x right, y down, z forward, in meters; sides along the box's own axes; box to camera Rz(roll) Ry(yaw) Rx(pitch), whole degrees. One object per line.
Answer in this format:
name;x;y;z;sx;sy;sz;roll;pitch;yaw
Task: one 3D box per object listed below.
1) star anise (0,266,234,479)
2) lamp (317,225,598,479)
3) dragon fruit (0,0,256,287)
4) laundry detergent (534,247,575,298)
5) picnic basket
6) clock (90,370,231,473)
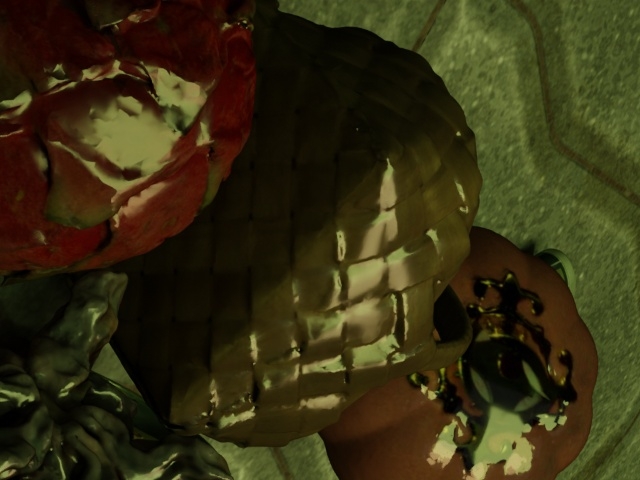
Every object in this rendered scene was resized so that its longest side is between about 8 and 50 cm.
star anise;-0.178;0.116;0.878;0.212;0.283;0.129;-7;139;-47
lamp;0.123;0.136;1.439;0.305;0.239;0.305;3;82;-19
dragon fruit;-0.177;-0.092;0.911;0.298;0.244;0.244;-33;145;6
laundry detergent;0.199;0.086;1.643;0.225;0.070;0.099;-23;140;-39
picnic basket;0.000;0.000;1.140;0.337;0.293;0.337;-27;146;-20
clock;-0.147;0.158;1.074;0.069;0.170;0.232;-60;150;-1
